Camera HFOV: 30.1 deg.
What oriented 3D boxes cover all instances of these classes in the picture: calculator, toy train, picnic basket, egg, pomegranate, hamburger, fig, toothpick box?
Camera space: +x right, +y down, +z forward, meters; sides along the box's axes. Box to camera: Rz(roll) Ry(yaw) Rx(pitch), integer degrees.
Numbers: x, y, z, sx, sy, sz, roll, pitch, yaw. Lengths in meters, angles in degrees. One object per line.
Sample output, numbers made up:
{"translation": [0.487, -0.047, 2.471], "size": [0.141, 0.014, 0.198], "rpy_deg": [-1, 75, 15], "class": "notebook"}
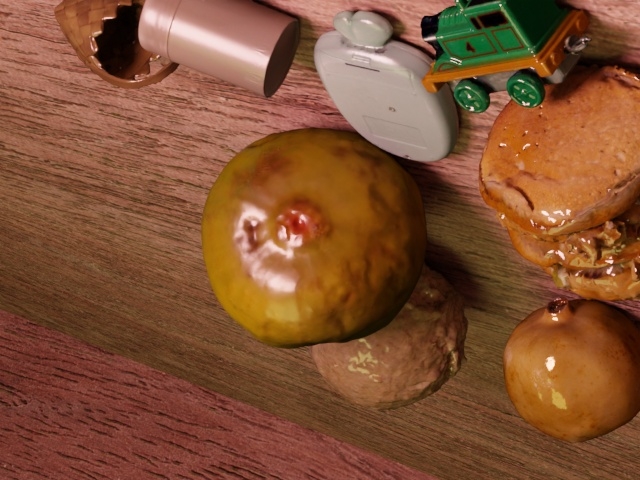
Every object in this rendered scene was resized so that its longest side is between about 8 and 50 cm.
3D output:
{"translation": [0.083, -0.189, 1.509], "size": [0.184, 0.042, 0.295], "rpy_deg": [17, 158, 28], "class": "calculator"}
{"translation": [0.187, -0.214, 1.265], "size": [0.228, 0.091, 0.136], "rpy_deg": [3, 137, 51], "class": "toy train"}
{"translation": [-0.262, -0.271, 1.631], "size": [0.178, 0.128, 0.138], "rpy_deg": [29, 163, 26], "class": "picnic basket"}
{"translation": [0.111, 0.150, 1.972], "size": [0.279, 0.279, 0.310], "rpy_deg": [26, 155, 7], "class": "egg"}
{"translation": [0.388, 0.195, 1.785], "size": [0.233, 0.233, 0.233], "rpy_deg": [25, 159, 10], "class": "pomegranate"}
{"translation": [0.314, -0.056, 1.278], "size": [0.261, 0.245, 0.211], "rpy_deg": [-15, 134, 26], "class": "hamburger"}
{"translation": [-0.010, 0.005, 1.715], "size": [0.343, 0.343, 0.343], "rpy_deg": [25, 159, 10], "class": "fig"}
{"translation": [-0.129, -0.263, 1.511], "size": [0.181, 0.111, 0.111], "rpy_deg": [23, 159, 11], "class": "toothpick box"}
